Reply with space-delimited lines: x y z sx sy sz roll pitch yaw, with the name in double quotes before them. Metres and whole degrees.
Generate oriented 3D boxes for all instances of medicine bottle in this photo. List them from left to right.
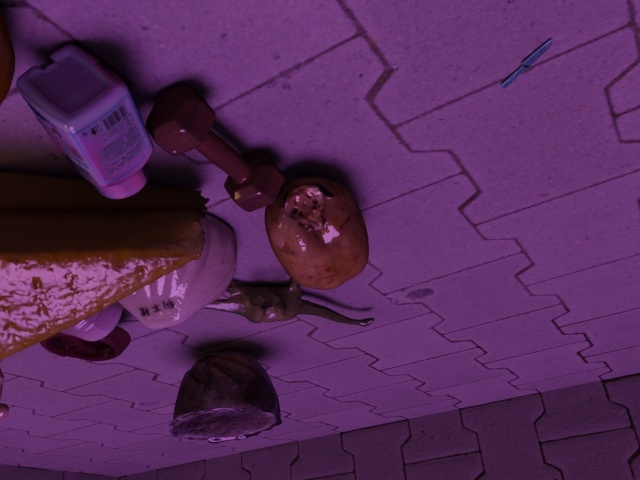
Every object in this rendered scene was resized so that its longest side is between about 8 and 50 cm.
"medicine bottle" -0.507 0.098 1.150 0.133 0.133 0.249 -15 150 18
"medicine bottle" -0.281 -0.135 0.763 0.094 0.119 0.188 -44 158 -20

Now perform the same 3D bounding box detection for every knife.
"knife" 0.271 -0.233 0.799 0.014 0.005 0.091 11 147 -28

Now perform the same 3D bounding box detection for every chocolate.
"chocolate" -0.263 0.410 1.661 0.303 0.212 0.303 -4 148 -3

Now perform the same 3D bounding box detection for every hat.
"hat" -0.538 0.208 1.387 0.206 0.089 0.205 0 148 0

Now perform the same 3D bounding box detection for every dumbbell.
"dumbbell" -0.141 -0.123 0.857 0.092 0.082 0.231 -18 148 24

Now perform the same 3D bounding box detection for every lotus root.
"lotus root" 0.000 0.000 1.030 0.160 0.146 0.284 -9 154 7

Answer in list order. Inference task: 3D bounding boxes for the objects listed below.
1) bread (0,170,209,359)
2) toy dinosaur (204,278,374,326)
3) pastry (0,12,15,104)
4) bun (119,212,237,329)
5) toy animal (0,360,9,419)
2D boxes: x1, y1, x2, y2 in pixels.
"bread" -0.352 0.040 0.918 0.362 0.233 0.244 1 125 -16
"toy dinosaur" -0.102 0.157 1.383 0.447 0.087 0.301 -5 158 4
"pastry" -0.491 -0.197 0.595 0.356 0.163 0.356 -6 150 -3
"bun" -0.279 0.072 1.098 0.263 0.175 0.263 -5 150 -3
"toy animal" -0.796 0.233 1.291 0.345 0.277 0.247 4 180 5
